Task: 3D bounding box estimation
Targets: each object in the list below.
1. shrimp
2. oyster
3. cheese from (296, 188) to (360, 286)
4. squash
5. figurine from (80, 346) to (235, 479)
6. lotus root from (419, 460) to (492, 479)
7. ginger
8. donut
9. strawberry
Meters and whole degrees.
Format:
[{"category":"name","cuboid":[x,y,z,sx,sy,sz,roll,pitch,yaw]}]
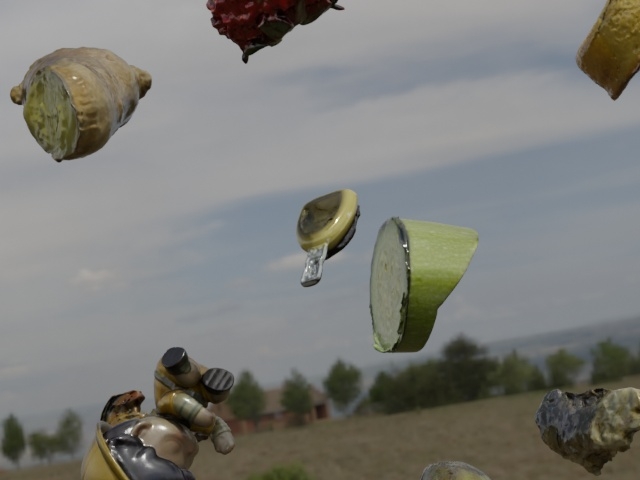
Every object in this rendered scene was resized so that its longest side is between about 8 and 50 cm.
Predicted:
[{"category":"shrimp","cuboid":[-0.274,0.299,1.972,0.262,0.117,0.066,-16,-6,30]},{"category":"oyster","cuboid":[0.474,0.335,2.160,0.110,0.166,0.341,12,-5,-15]},{"category":"cheese","cuboid":[0.000,0.000,1.509,0.086,0.162,0.036,-15,-53,25]},{"category":"squash","cuboid":[0.149,0.076,1.824,0.133,0.220,0.220,11,-12,-13]},{"category":"figurine","cuboid":[-0.218,0.276,1.603,0.167,0.256,0.192,8,-27,40]},{"category":"lotus root","cuboid":[0.105,0.196,0.922,0.054,0.049,0.099,25,-9,-18]},{"category":"ginger","cuboid":[-0.312,-0.182,1.535,0.190,0.126,0.354,-3,18,-7]},{"category":"donut","cuboid":[0.550,-0.399,2.093,0.110,0.303,0.303,30,-5,5]},{"category":"strawberry","cuboid":[-0.076,-0.328,1.383,0.167,0.208,0.087,-33,4,-12]}]
